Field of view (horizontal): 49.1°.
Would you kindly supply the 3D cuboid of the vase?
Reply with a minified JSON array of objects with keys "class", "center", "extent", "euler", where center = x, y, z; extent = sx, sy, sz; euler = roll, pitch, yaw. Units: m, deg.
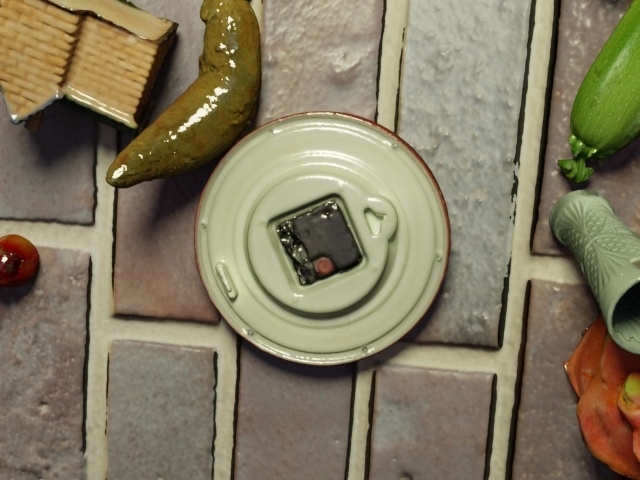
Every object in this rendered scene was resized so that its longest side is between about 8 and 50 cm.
[{"class":"vase","center":[0.316,0.020,0.755],"extent":[0.096,0.219,0.096],"euler":[-1,118,-1]}]

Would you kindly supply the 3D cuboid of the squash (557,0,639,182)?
[{"class":"squash","center":[0.377,-0.228,0.762],"extent":[0.101,0.101,0.378],"euler":[31,116,3]}]

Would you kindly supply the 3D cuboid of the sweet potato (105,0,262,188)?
[{"class":"sweet potato","center":[-0.136,-0.173,0.846],"extent":[0.124,0.098,0.309],"euler":[35,79,-35]}]

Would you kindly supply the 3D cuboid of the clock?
[{"class":"clock","center":[0.000,0.000,0.864],"extent":[0.319,0.080,0.318],"euler":[1,96,7]}]

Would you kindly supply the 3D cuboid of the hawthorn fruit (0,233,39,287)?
[{"class":"hawthorn fruit","center":[-0.409,0.029,0.920],"extent":[0.077,0.077,0.077],"euler":[1,96,7]}]

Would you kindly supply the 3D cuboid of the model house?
[{"class":"model house","center":[-0.289,-0.210,0.849],"extent":[0.183,0.166,0.172],"euler":[21,113,-10]}]

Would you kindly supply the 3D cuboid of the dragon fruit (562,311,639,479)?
[{"class":"dragon fruit","center":[0.437,0.181,0.760],"extent":[0.306,0.226,0.305],"euler":[0,94,7]}]
